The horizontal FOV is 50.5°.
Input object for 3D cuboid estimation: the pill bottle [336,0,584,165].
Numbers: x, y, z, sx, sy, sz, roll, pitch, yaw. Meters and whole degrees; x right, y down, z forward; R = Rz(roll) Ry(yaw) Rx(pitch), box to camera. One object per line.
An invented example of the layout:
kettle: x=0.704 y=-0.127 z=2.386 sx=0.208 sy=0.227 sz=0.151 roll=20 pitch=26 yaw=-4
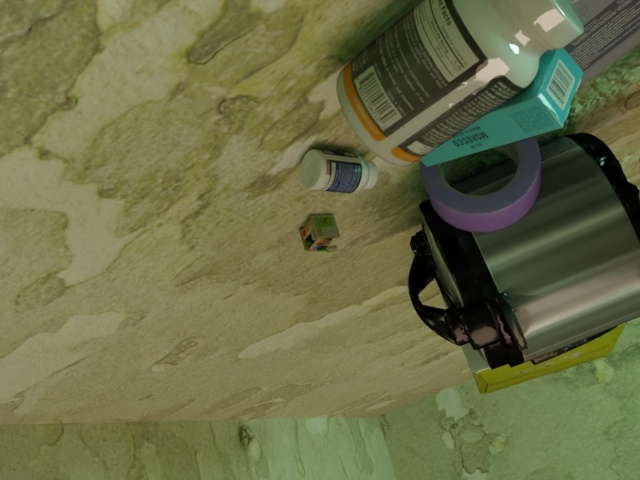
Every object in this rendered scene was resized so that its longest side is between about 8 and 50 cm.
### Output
pill bottle: x=0.167 y=-0.227 z=0.847 sx=0.278 sy=0.162 sz=0.162 roll=-33 pitch=150 yaw=33

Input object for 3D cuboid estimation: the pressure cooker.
pressure cooker: x=0.365 y=0.033 z=1.270 sx=0.421 sy=0.375 sz=0.370 roll=-24 pitch=157 yaw=7

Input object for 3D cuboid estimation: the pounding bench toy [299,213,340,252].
pounding bench toy: x=0.000 y=0.000 z=1.319 sx=0.052 sy=0.083 sz=0.065 roll=-2 pitch=151 yaw=-28

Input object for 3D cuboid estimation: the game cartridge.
game cartridge: x=0.365 y=-0.298 z=0.954 sx=0.196 sy=0.060 sz=0.294 roll=3 pitch=150 yaw=-42

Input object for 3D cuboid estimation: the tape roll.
tape roll: x=0.263 y=-0.113 z=1.113 sx=0.189 sy=0.189 sz=0.080 roll=-21 pitch=153 yaw=10

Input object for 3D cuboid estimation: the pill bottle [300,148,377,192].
pill bottle: x=0.033 y=-0.112 z=1.121 sx=0.120 sy=0.067 sz=0.067 roll=2 pitch=150 yaw=-34

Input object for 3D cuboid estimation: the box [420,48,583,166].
box: x=0.231 y=-0.181 z=0.943 sx=0.060 sy=0.100 sz=0.244 roll=40 pitch=153 yaw=-24

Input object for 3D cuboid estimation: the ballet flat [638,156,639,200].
ballet flat: x=0.548 y=-0.150 z=0.987 sx=0.147 sy=0.408 sz=0.147 roll=-7 pitch=-169 yaw=1

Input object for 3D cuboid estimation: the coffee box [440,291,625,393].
coffee box: x=0.469 y=0.137 z=1.594 sx=0.338 sy=0.334 sz=0.338 roll=-20 pitch=155 yaw=8
